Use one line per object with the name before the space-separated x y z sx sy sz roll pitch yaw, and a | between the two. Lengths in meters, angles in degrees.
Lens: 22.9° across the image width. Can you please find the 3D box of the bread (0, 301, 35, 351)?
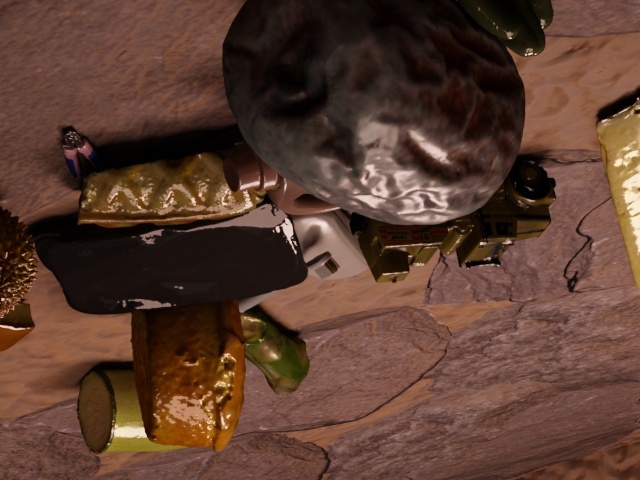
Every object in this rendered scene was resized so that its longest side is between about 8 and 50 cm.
bread | -0.488 0.101 2.053 0.088 0.049 0.226 -30 152 36

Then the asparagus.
asparagus | -0.083 0.161 2.388 0.085 0.082 0.343 -3 159 12

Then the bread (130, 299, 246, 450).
bread | -0.176 0.164 2.119 0.146 0.268 0.268 -4 157 -11

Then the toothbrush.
toothbrush | -0.053 0.058 2.115 0.025 0.030 0.342 -44 -172 -24

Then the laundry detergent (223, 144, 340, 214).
laundry detergent | 0.001 -0.080 1.767 0.237 0.076 0.171 -19 153 -23

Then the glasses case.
glasses case | 0.000 0.000 2.059 0.092 0.059 0.233 -14 157 15

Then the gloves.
gloves | 0.154 -0.272 1.431 0.135 0.107 0.268 -26 139 11

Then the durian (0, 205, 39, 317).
durian | -0.399 0.029 1.797 0.158 0.168 0.137 -29 141 -5

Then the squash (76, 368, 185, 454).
squash | -0.248 0.263 2.484 0.247 0.132 0.132 1 154 -36

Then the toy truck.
toy truck | 0.175 -0.025 2.018 0.257 0.127 0.127 -8 157 -21

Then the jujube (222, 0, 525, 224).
jujube | 0.065 -0.142 1.505 0.215 0.246 0.308 -48 151 23

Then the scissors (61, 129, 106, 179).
scissors | -0.266 -0.095 1.744 0.039 0.012 0.113 -14 158 1

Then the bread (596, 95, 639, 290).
bread | 0.507 -0.146 2.042 0.346 0.242 0.405 -17 125 19

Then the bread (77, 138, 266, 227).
bread | -0.165 -0.057 1.798 0.232 0.088 0.128 -11 167 -7

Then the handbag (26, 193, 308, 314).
handbag | -0.188 0.017 1.951 0.332 0.075 0.191 -7 148 7
